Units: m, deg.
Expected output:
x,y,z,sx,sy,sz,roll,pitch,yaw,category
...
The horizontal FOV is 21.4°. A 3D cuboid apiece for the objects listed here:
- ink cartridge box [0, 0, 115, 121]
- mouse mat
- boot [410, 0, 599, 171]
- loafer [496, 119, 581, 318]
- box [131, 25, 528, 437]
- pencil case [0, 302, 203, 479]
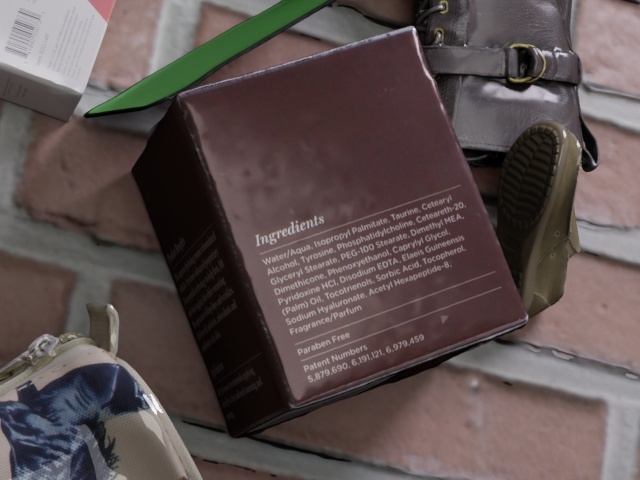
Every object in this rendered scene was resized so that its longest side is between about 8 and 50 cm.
x,y,z,sx,sy,sz,roll,pitch,yaw,category
-0.237,-0.170,1.113,0.198,0.067,0.115,20,73,-12,ink cartridge box
-0.059,-0.128,1.110,0.190,0.153,0.007,-34,104,-19,mouse mat
0.081,-0.163,1.192,0.263,0.091,0.228,8,84,-6,boot
0.153,-0.014,1.174,0.050,0.056,0.148,-5,119,-35,loafer
0.000,0.000,1.086,0.167,0.168,0.203,-18,84,-18,box
-0.269,0.193,0.972,0.410,0.160,0.183,-23,92,-19,pencil case
